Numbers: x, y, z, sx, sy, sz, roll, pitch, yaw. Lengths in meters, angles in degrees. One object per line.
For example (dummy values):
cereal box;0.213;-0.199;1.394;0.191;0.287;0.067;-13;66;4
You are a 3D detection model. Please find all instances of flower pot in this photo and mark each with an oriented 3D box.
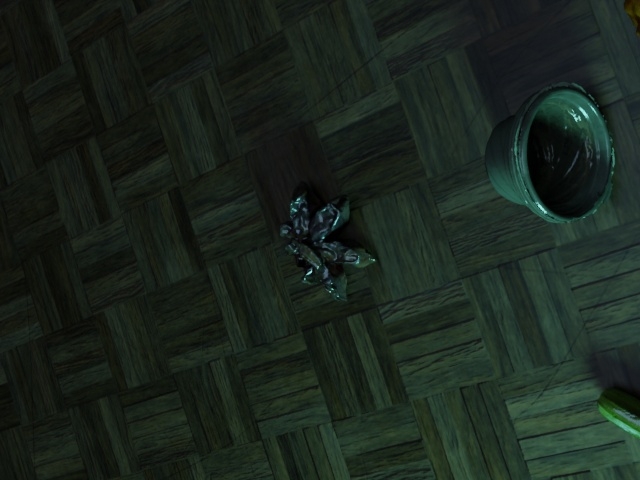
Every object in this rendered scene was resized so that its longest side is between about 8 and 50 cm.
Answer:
flower pot;0.369;-0.141;1.655;0.140;0.235;0.235;1;98;58

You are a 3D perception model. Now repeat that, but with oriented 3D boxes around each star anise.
star anise;0.005;0.005;1.978;0.220;0.099;0.214;34;124;25

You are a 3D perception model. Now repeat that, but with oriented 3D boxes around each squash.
squash;0.576;0.320;1.658;0.229;0.066;0.066;27;111;30

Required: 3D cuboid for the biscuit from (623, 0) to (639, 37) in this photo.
biscuit;0.637;-0.293;1.500;0.318;0.110;0.312;-12;88;34
